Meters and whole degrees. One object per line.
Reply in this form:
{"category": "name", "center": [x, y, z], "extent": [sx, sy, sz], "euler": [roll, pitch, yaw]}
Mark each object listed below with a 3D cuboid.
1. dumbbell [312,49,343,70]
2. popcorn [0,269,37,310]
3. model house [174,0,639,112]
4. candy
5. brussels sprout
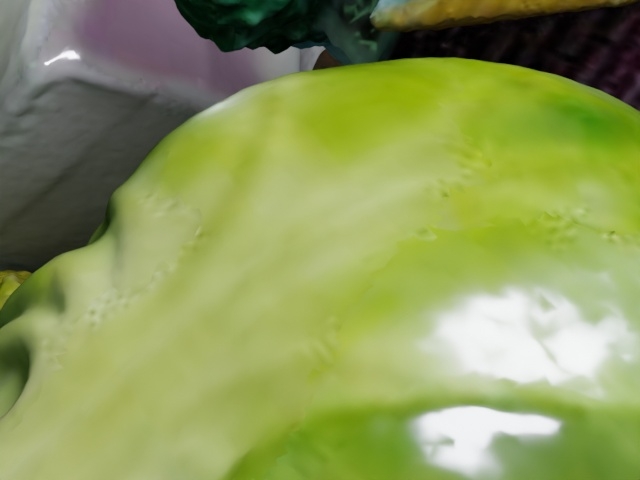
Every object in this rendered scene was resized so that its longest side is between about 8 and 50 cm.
{"category": "dumbbell", "center": [0.000, 0.000, 1.041], "extent": [0.231, 0.082, 0.092], "euler": [-65, 32, 19]}
{"category": "popcorn", "center": [-0.200, 0.135, 1.194], "extent": [0.259, 0.212, 0.259], "euler": [-38, 41, 44]}
{"category": "model house", "center": [0.118, -0.135, 0.819], "extent": [0.249, 0.230, 0.280], "euler": [48, 124, 25]}
{"category": "candy", "center": [-0.181, -0.069, 1.234], "extent": [0.358, 0.208, 0.145], "euler": [-34, 50, 48]}
{"category": "brussels sprout", "center": [0.008, 0.118, 0.555], "extent": [0.281, 0.354, 0.289], "euler": [48, 147, 31]}
